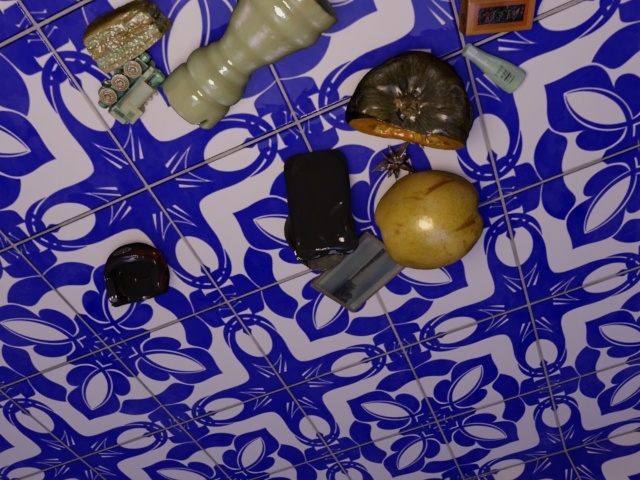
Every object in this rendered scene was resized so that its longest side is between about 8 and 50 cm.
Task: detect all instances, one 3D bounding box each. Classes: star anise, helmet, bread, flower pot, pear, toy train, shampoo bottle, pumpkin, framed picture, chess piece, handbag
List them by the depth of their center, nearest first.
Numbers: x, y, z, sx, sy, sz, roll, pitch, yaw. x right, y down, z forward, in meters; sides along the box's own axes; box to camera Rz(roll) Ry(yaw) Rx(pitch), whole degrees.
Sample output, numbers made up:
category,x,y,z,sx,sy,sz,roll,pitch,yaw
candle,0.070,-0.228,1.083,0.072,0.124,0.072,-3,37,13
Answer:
category,x,y,z,sx,sy,sz,roll,pitch,yaw
bread,-0.475,-0.511,1.258,0.196,0.138,0.102,-22,132,10
chess piece,-0.185,-0.472,1.261,0.442,0.234,0.234,-37,118,24
pumpkin,0.237,-0.375,1.326,0.324,0.242,0.233,12,94,7
toy train,-0.498,-0.406,1.363,0.194,0.081,0.125,-39,128,16
shampoo bottle,0.471,-0.477,1.405,0.190,0.041,0.069,25,123,-19
handbag,0.001,-0.098,1.502,0.191,0.075,0.333,-8,81,0
pear,0.321,-0.059,1.517,0.313,0.314,0.315,-2,123,-3
star anise,0.214,-0.229,1.538,0.129,0.056,0.124,-16,123,6
helmet,-0.576,0.107,1.618,0.189,0.193,0.216,-16,134,3
flower pot,0.000,0.000,1.620,0.235,0.148,0.236,-1,122,-2
framed picture,0.135,0.114,1.778,0.213,0.016,0.289,35,114,-25

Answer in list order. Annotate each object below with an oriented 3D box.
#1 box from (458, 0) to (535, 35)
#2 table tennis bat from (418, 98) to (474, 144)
category,x,y,z,sx,sy,sz,roll,pitch,yaw
box,0.443,-0.660,1.263,0.174,0.076,0.274,-5,123,0
table tennis bat,0.299,-0.353,1.487,0.300,0.022,0.174,1,121,-7
